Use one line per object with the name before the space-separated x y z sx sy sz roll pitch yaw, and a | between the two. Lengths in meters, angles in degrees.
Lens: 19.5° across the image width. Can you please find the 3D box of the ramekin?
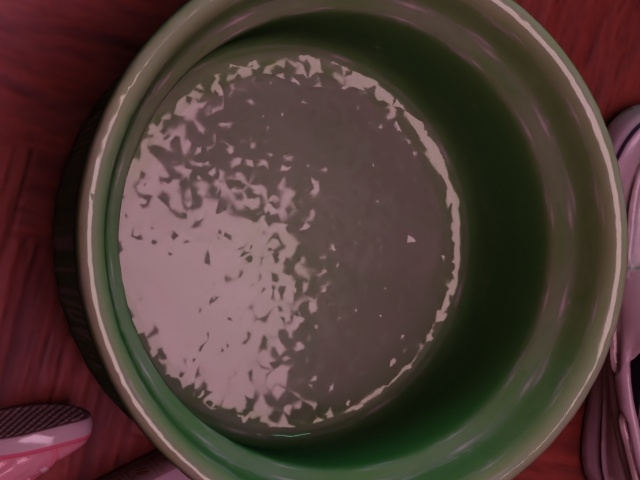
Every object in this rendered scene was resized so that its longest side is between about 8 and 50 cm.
ramekin | 0.000 0.000 1.020 0.303 0.148 0.303 0 89 -20

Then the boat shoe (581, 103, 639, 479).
boat shoe | 0.215 0.051 1.169 0.096 0.088 0.267 1 100 -21

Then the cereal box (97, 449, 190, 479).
cereal box | -0.101 0.222 1.101 0.240 0.047 0.173 -26 107 -15

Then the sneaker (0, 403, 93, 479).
sneaker | -0.189 0.139 1.051 0.134 0.051 0.070 -15 107 -15
